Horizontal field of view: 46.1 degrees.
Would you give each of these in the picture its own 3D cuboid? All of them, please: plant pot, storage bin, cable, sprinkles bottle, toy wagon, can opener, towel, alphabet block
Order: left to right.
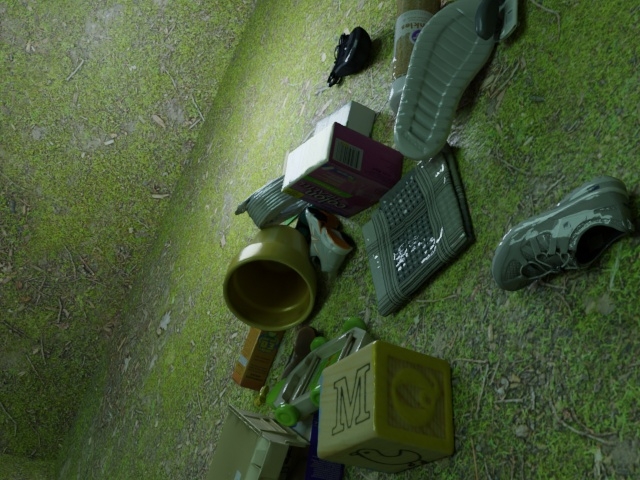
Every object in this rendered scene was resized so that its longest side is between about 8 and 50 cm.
[{"bbox_3d":[-0.156,0.538,1.702,0.260,0.123,0.262,11,81,65],"label":"storage bin"},{"bbox_3d":[-0.129,0.084,2.110,0.254,0.254,0.239,-53,16,31],"label":"plant pot"},{"bbox_3d":[-0.092,-0.127,2.180,0.257,0.257,0.089,-36,79,41],"label":"cable"},{"bbox_3d":[-0.018,0.321,1.754,0.344,0.068,0.267,-35,13,35],"label":"toy wagon"},{"bbox_3d":[0.125,0.331,1.474,0.197,0.193,0.193,-40,40,48],"label":"alphabet block"},{"bbox_3d":[0.210,-0.034,1.730,0.312,0.056,0.324,-48,32,37],"label":"towel"},{"bbox_3d":[0.243,-0.483,1.920,0.121,0.121,0.355,-34,43,50],"label":"sprinkles bottle"},{"bbox_3d":[0.412,-0.568,1.702,0.074,0.093,0.280,-31,40,53],"label":"can opener"}]

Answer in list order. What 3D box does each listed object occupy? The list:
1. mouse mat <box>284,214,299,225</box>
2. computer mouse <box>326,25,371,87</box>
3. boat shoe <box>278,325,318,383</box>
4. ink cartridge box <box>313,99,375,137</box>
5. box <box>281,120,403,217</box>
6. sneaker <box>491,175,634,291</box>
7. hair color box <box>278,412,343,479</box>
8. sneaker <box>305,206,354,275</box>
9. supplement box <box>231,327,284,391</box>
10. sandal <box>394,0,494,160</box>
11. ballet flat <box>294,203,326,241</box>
[{"bbox_3d":[-0.062,-0.145,2.395,0.190,0.007,0.152,-39,39,48],"label":"mouse mat"},{"bbox_3d":[0.102,-0.581,2.338,0.272,0.072,0.188,176,110,-75],"label":"computer mouse"},{"bbox_3d":[-0.051,0.326,1.968,0.073,0.073,0.206,46,-115,-77],"label":"boat shoe"},{"bbox_3d":[0.057,-0.295,2.183,0.208,0.087,0.153,-20,53,59],"label":"ink cartridge box"},{"bbox_3d":[0.053,-0.176,1.954,0.243,0.214,0.117,-25,49,55],"label":"box"},{"bbox_3d":[0.400,0.011,1.269,0.281,0.105,0.115,-47,34,38],"label":"sneaker"},{"bbox_3d":[-0.044,0.568,1.722,0.185,0.110,0.338,-27,49,53],"label":"hair color box"},{"bbox_3d":[0.000,0.000,2.072,0.121,0.099,0.262,-65,25,19],"label":"sneaker"},{"bbox_3d":[-0.176,0.315,2.197,0.080,0.078,0.233,19,89,64],"label":"supplement box"},{"bbox_3d":[0.277,-0.376,1.755,0.416,0.169,0.102,-63,-10,-7],"label":"sandal"},{"bbox_3d":[-0.041,-0.050,2.227,0.188,0.070,0.070,-56,29,18],"label":"ballet flat"}]
